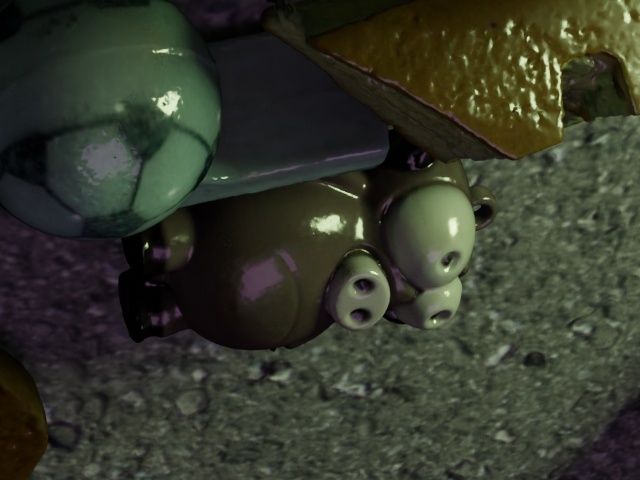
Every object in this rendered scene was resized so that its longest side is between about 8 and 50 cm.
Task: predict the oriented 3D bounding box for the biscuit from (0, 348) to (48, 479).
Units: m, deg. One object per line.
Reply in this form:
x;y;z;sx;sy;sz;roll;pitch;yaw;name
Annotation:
-0.353;0.109;1.254;0.314;0.063;0.367;-43;135;21;biscuit

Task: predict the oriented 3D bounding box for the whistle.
-0.096;-0.082;1.076;0.290;0.163;0.163;-13;140;-12;whistle

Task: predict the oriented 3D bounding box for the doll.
-0.002;-0.001;1.232;0.257;0.117;0.182;-5;132;-14;doll

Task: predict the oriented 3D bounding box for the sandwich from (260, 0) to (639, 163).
0.092;-0.107;1.095;0.236;0.122;0.128;-17;100;-20;sandwich
